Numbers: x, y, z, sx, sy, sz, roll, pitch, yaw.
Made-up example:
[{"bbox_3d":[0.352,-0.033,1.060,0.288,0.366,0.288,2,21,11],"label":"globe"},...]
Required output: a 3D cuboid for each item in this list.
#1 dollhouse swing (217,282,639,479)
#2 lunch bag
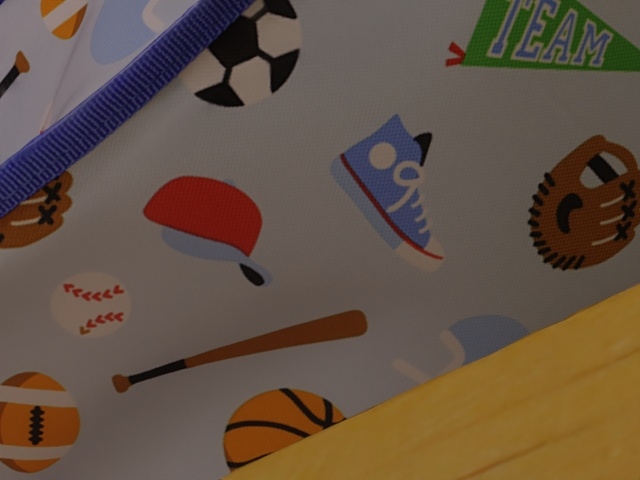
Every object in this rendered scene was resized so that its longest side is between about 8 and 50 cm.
[{"bbox_3d":[0.123,0.095,0.462,0.315,0.347,0.305,-27,40,22],"label":"dollhouse swing"},{"bbox_3d":[0.000,0.000,0.791,0.385,0.328,0.239,-45,27,-3],"label":"lunch bag"}]
